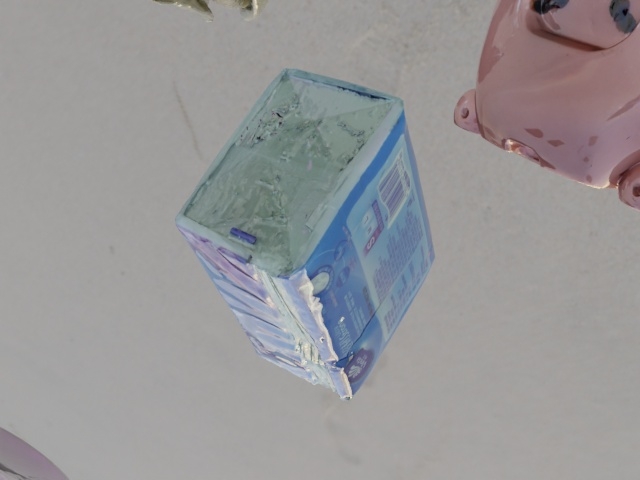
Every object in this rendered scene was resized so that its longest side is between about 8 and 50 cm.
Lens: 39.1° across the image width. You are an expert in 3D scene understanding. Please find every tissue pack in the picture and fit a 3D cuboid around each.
[{"bbox_3d":[0.000,0.000,0.863,0.146,0.198,0.263,23,157,24],"label":"tissue pack"}]

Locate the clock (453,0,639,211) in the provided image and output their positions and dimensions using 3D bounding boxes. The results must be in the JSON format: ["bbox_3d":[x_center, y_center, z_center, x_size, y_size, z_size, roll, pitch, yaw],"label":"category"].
[{"bbox_3d":[0.142,-0.106,0.411,0.093,0.162,0.166,1,-157,-37],"label":"clock"}]

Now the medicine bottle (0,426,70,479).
[{"bbox_3d":[-0.359,0.306,0.785,0.170,0.293,0.170,35,173,5],"label":"medicine bottle"}]

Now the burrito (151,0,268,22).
[{"bbox_3d":[-0.098,-0.244,0.747,0.076,0.117,0.392,17,-169,7],"label":"burrito"}]
